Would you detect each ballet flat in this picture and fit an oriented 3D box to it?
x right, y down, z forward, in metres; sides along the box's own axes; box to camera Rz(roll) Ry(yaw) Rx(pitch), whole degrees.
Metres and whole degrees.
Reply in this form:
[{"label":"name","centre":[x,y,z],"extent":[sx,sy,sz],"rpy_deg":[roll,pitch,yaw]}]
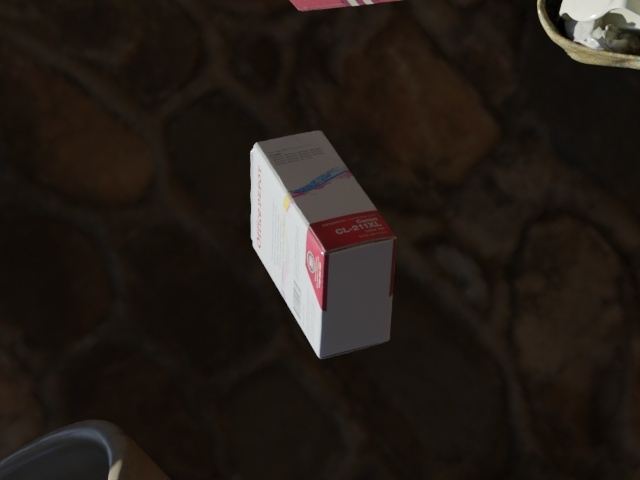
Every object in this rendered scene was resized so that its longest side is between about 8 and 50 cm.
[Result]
[{"label":"ballet flat","centre":[0.354,-0.218,1.690],"extent":[0.348,0.123,0.123],"rpy_deg":[13,144,48]}]

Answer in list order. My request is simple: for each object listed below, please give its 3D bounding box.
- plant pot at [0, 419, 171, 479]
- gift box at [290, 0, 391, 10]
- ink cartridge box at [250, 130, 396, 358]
[{"label":"plant pot","centre":[-0.096,0.282,0.698],"extent":[0.280,0.323,0.323],"rpy_deg":[45,171,-14]},{"label":"gift box","centre":[0.024,-0.420,1.807],"extent":[0.276,0.258,0.255],"rpy_deg":[8,149,45]},{"label":"ink cartridge box","centre":[0.000,0.000,1.570],"extent":[0.175,0.072,0.127],"rpy_deg":[-122,26,-45]}]
